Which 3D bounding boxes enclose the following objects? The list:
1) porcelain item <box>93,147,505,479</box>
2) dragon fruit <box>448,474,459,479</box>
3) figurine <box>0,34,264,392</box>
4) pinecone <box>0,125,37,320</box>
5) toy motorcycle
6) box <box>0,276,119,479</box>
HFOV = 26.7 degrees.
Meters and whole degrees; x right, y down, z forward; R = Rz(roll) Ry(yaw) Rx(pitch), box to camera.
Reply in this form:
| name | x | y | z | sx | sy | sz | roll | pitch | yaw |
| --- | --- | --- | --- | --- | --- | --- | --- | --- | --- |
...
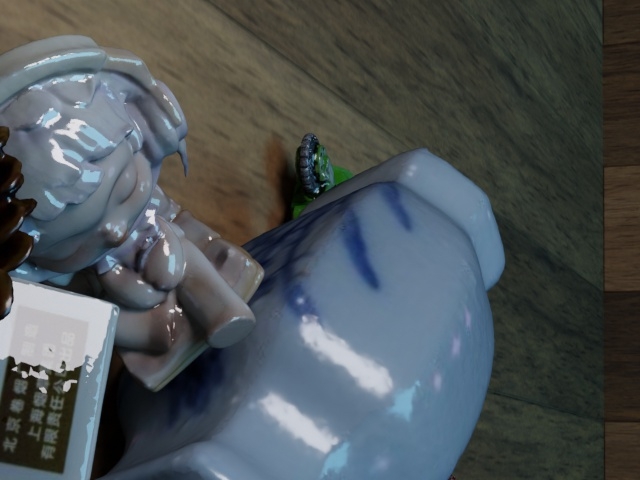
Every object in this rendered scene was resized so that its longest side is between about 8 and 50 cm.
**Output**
| name | x | y | z | sx | sy | sz | roll | pitch | yaw |
| --- | --- | --- | --- | --- | --- | --- | --- | --- | --- |
| porcelain item | -0.008 | 0.094 | 0.944 | 0.178 | 0.243 | 0.405 | 53 | 38 | -15 |
| dragon fruit | 0.049 | 0.261 | 1.249 | 0.161 | 0.126 | 0.274 | -45 | 120 | -10 |
| figurine | -0.137 | -0.020 | 0.765 | 0.162 | 0.141 | 0.236 | -42 | 138 | -8 |
| pinecone | -0.214 | -0.021 | 0.580 | 0.165 | 0.163 | 0.163 | 57 | 35 | -28 |
| toy motorcycle | 0.000 | 0.000 | 1.207 | 0.106 | 0.074 | 0.190 | -7 | 95 | -76 |
| box | -0.170 | 0.153 | 0.651 | 0.067 | 0.155 | 0.242 | 16 | 66 | -23 |
